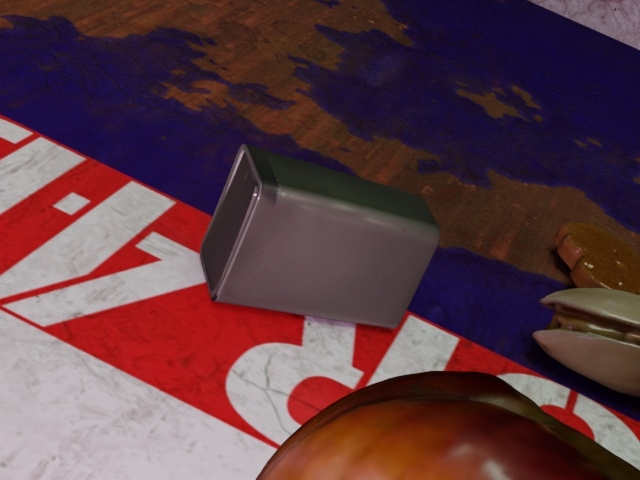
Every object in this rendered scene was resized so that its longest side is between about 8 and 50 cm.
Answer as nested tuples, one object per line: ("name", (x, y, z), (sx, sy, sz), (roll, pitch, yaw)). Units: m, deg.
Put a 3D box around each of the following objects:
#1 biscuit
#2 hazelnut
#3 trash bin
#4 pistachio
("biscuit", (0.461, 0.082, 1.953), (0.202, 0.047, 0.334), (1, 34, -39))
("hazelnut", (0.110, 0.278, 0.973), (0.409, 0.359, 0.359), (28, 25, 30))
("trash bin", (0.000, 0.000, 1.618), (0.240, 0.164, 0.122), (12, 28, -21))
("pistachio", (0.379, 0.128, 1.720), (0.223, 0.126, 0.152), (16, -8, -3))
